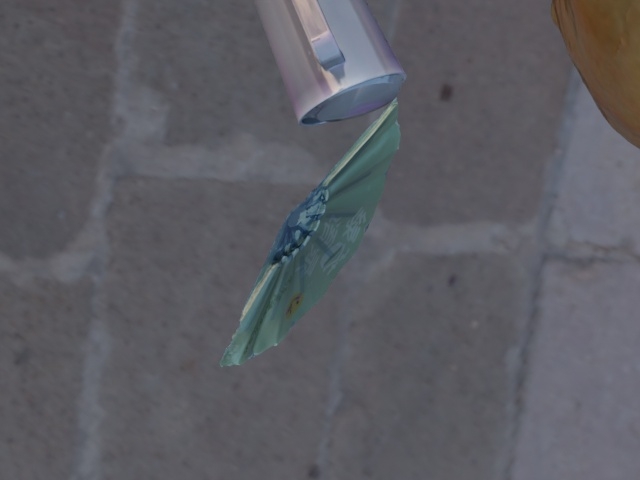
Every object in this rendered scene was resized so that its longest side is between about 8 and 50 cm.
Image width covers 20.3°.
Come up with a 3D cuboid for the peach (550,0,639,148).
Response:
[{"bbox_3d":[0.163,-0.104,0.494,0.232,0.232,0.232,-9,108,-30],"label":"peach"}]

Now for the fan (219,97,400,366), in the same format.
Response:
[{"bbox_3d":[0.000,0.000,1.340,0.240,0.009,0.131,-57,157,-4],"label":"fan"}]

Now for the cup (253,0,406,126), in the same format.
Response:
[{"bbox_3d":[-0.002,-0.135,1.114,0.074,0.104,0.116,-24,83,7],"label":"cup"}]
